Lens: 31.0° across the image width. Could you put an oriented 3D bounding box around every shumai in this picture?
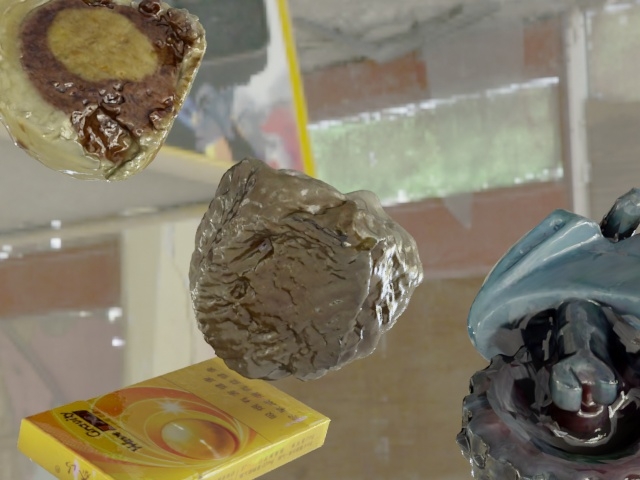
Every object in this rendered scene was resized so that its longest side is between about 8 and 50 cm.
[{"bbox_3d":[-0.004,0.000,0.957,0.184,0.185,0.218,23,135,17],"label":"shumai"}]

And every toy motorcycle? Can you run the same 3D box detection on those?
[{"bbox_3d":[0.265,0.055,0.698,0.416,0.172,0.232,-9,-147,-10],"label":"toy motorcycle"}]

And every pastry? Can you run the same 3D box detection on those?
[{"bbox_3d":[-0.269,-0.172,1.313,0.237,0.256,0.170,20,144,0],"label":"pastry"}]

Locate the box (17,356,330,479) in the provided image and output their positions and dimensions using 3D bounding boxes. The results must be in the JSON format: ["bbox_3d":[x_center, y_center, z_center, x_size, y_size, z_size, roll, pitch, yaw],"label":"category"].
[{"bbox_3d":[-0.127,0.180,1.068,0.152,0.043,0.269,25,-159,30],"label":"box"}]
